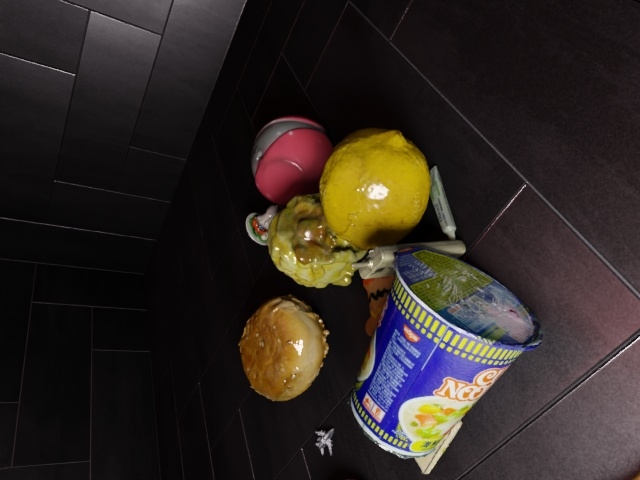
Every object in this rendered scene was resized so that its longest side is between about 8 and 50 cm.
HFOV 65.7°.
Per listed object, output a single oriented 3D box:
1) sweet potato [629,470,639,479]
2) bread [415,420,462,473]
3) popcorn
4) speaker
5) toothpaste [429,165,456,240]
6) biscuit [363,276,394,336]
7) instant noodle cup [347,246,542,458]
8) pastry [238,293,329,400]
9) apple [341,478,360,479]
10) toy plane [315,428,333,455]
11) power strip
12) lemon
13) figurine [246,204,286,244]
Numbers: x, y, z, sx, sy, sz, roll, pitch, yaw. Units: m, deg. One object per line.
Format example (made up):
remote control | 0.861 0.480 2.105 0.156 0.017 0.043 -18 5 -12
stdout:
sweet potato | 0.443 0.351 0.675 0.281 0.067 0.059 -63 2 26
bread | 0.236 0.407 1.028 0.068 0.028 0.154 52 126 52
popcorn | -0.002 -0.004 1.329 0.237 0.293 0.293 78 179 -57
speaker | -0.093 -0.262 1.608 0.294 0.294 0.294 -23 63 54
toothpaste | 0.269 -0.082 1.111 0.048 0.029 0.197 -50 39 45
biscuit | 0.158 0.186 1.209 0.165 0.036 0.250 -28 59 54
instant noodle cup | 0.197 0.217 0.916 0.284 0.284 0.312 54 128 50
pastry | -0.097 0.310 1.444 0.316 0.184 0.284 -57 50 32
apple | 0.067 0.636 1.148 0.153 0.120 0.153 -24 61 55
toy plane | 0.013 0.542 1.348 0.078 0.031 0.083 45 123 35
power strip | 0.175 0.038 1.007 0.092 0.268 0.034 -53 49 50
lemon | 0.122 -0.113 1.144 0.253 0.253 0.310 -122 36 -48
figurine | -0.172 -0.067 1.755 0.153 0.132 0.132 -30 56 36
